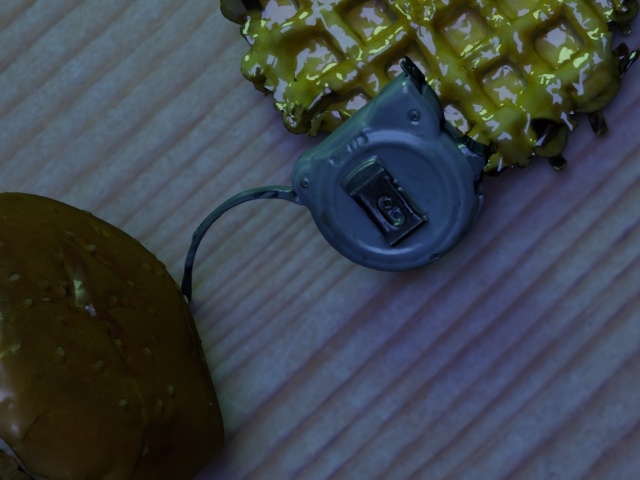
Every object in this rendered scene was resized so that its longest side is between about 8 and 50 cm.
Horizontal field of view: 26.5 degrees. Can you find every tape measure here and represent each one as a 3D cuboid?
[{"bbox_3d":[-0.001,0.000,1.187,0.330,0.084,0.164,-41,93,21],"label":"tape measure"}]

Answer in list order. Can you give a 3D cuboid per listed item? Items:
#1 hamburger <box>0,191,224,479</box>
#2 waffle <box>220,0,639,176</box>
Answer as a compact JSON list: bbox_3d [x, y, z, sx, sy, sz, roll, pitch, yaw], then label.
[{"bbox_3d":[-0.217,0.101,1.149,0.170,0.314,0.290,-40,60,24],"label":"hamburger"},{"bbox_3d":[0.107,-0.246,1.230,0.382,0.095,0.379,13,84,13],"label":"waffle"}]
